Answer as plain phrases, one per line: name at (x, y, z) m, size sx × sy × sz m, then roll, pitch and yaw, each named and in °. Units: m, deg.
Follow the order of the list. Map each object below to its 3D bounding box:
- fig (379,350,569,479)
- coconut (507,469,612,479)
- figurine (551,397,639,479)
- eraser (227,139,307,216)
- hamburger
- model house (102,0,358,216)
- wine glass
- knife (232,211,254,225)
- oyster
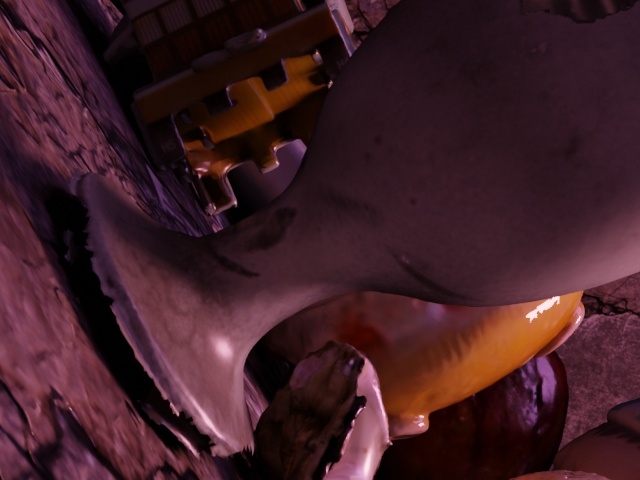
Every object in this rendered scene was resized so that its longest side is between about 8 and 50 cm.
fig at (0.153, 0.186, 1.404) m, size 0.224 × 0.224 × 0.263 m, roll 57°, pitch 19°, yaw -48°
coconut at (0.191, 0.296, 0.995) m, size 0.234 × 0.224 × 0.224 m, roll 53°, pitch 5°, yaw -22°
figurine at (0.392, 0.264, 1.252) m, size 0.361 × 0.377 × 0.266 m, roll 28°, pitch 13°, yaw 29°
eraser at (0.000, 0.000, 1.361) m, size 0.290 × 0.104 × 0.189 m, roll 52°, pitch -5°, yaw 47°
hamburger at (0.059, 0.051, 1.047) m, size 0.303 × 0.261 × 0.186 m, roll -18°, pitch -82°, yaw 51°
model house at (-0.073, -0.168, 1.108) m, size 0.215 × 0.198 × 0.224 m, roll 65°, pitch 6°, yaw 15°
wine glass at (0.062, -0.037, 0.649) m, size 0.190 × 0.357 × 0.190 m, roll 59°, pitch 6°, yaw -9°
knife at (-0.042, 0.046, 1.325) m, size 0.230 × 0.028 × 0.060 m, roll 65°, pitch 0°, yaw -62°
oyster at (-0.001, 0.140, 0.773) m, size 0.163 × 0.081 × 0.191 m, roll -82°, pitch 166°, yaw -44°
